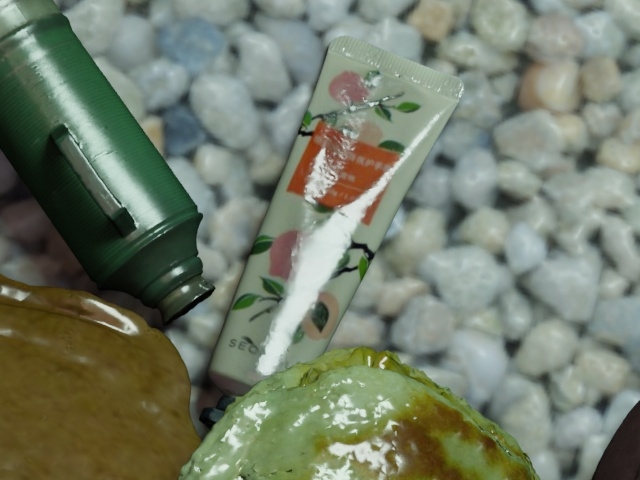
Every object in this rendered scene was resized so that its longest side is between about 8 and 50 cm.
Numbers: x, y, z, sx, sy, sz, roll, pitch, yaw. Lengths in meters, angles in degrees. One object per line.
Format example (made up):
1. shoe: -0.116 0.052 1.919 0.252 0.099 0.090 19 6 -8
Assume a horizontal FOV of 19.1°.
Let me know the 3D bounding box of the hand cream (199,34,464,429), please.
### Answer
1. hand cream: 0.000 0.000 1.029 0.080 0.050 0.234 22 75 5

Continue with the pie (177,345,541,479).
1. pie: 0.044 0.165 0.897 0.201 0.090 0.248 -41 93 -25

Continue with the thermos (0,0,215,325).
1. thermos: -0.120 -0.042 1.009 0.073 0.083 0.187 -33 85 -36

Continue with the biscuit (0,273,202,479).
1. biscuit: -0.242 0.114 0.910 0.381 0.074 0.359 33 45 13

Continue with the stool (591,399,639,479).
1. stool: 0.275 0.165 0.942 0.272 0.178 0.272 1 81 -4
